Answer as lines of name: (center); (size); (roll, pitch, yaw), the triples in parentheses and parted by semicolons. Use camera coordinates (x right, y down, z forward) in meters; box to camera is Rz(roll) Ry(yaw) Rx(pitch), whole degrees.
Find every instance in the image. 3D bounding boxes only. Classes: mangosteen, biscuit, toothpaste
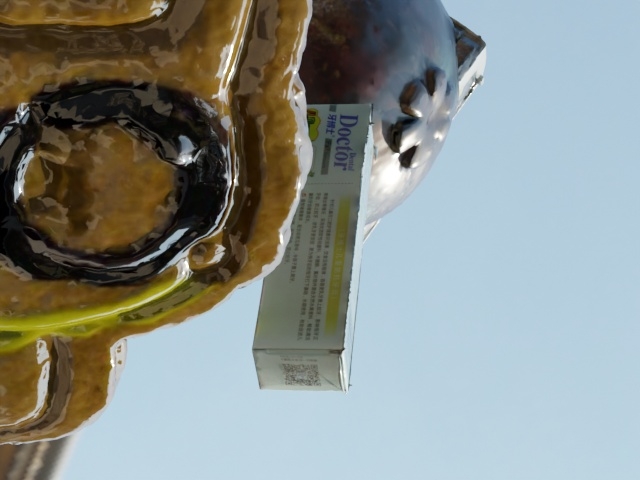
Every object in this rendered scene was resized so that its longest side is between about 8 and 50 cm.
mangosteen: (-0.022, -0.151, 1.381); (0.311, 0.311, 0.311); (27, -50, 37)
biscuit: (-0.103, -0.037, 0.494); (0.041, 0.208, 0.290); (-99, -161, -50)
toothpaste: (0.000, 0.000, 0.742); (0.046, 0.164, 0.034); (0, -42, 8)

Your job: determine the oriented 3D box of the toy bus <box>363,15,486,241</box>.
toy bus: (0.055, -0.086, 1.678); (0.097, 0.342, 0.138); (34, -7, 14)
